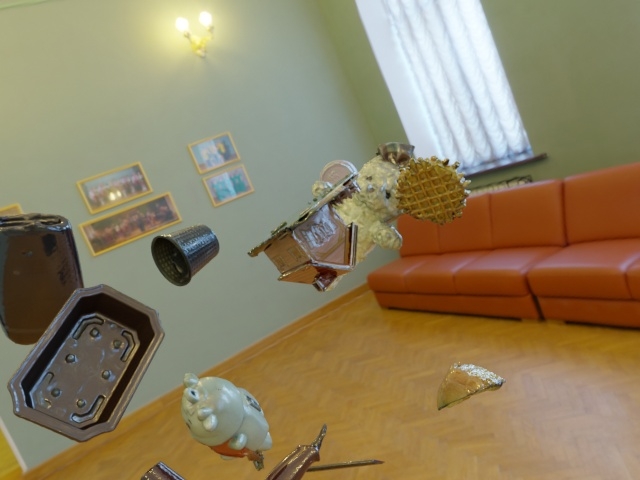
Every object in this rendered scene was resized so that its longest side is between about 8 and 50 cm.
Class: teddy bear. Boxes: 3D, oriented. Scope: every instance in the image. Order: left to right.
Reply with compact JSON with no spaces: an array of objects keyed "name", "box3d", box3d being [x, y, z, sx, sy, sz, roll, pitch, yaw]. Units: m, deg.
[{"name":"teddy bear","box3d":[0.116,-0.093,1.413,0.375,0.327,0.362,-27,-23,-48]}]

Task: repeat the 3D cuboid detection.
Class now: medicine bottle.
[{"name":"medicine bottle","box3d":[0.074,-0.245,1.907,0.152,0.152,0.254,-21,7,10]}]

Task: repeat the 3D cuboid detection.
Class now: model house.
[{"name":"model house","box3d":[0.000,0.000,0.988,0.207,0.154,0.294,-40,6,-27]}]

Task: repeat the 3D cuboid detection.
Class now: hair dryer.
[{"name":"hair dryer","box3d":[-0.132,0.461,0.936,0.340,0.312,0.123,-45,-11,-21]}]

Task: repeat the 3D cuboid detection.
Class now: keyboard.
[{"name":"keyboard","box3d":[0.039,0.493,1.044,0.198,0.010,0.063,-19,-32,25]}]

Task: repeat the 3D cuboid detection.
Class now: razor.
[{"name":"razor","box3d":[-0.703,0.102,1.192,0.204,0.349,0.113,-6,30,-21]}]

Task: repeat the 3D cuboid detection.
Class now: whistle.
[{"name":"whistle","box3d":[-0.142,0.279,0.746,0.105,0.253,0.102,-15,51,15]}]

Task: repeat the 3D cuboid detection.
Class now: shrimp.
[{"name":"shrimp","box3d":[-0.234,0.667,1.576,0.051,0.217,0.115,-10,12,23]}]

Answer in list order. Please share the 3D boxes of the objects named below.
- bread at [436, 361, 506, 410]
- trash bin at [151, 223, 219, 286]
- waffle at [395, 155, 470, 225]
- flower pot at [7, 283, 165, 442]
[{"name":"bread","box3d":[0.520,0.507,1.726,0.174,0.133,0.251,5,-34,-37]},{"name":"trash bin","box3d":[-0.407,0.030,1.491,0.175,0.175,0.161,-16,15,44]},{"name":"waffle","box3d":[0.293,-0.130,1.267,0.193,0.197,0.070,13,39,10]},{"name":"flower pot","box3d":[-0.401,0.214,0.835,0.084,0.178,0.251,-43,21,47]}]
